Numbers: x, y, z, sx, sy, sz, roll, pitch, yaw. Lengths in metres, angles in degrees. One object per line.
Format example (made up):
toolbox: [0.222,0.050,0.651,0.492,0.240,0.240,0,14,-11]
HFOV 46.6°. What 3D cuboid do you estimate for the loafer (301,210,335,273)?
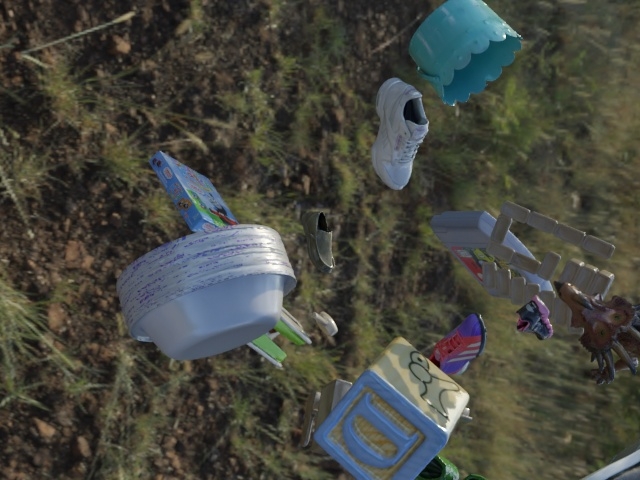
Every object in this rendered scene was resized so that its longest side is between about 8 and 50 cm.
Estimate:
loafer: [0.000,0.000,1.608,0.056,0.050,0.148,3,63,-53]

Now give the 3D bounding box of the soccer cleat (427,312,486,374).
soccer cleat: [0.405,0.320,2.233,0.318,0.117,0.108,106,-21,-55]

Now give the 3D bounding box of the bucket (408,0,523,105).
bucket: [0.389,-0.524,2.038,0.281,0.281,0.183,-12,62,-54]

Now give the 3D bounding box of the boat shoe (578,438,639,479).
boat shoe: [0.319,0.288,0.799,0.303,0.091,0.114,-23,153,-21]

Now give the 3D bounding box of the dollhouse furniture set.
dollhouse furniture set: [0.162,0.509,1.964,0.356,0.303,0.173,20,61,-15]

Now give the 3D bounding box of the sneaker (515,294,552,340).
sneaker: [0.358,0.140,1.263,0.057,0.047,0.119,-33,139,-1]

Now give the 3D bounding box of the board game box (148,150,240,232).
board game box: [-0.241,-0.076,1.489,0.039,0.211,0.160,-45,146,10]

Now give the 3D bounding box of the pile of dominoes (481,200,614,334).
pile of dominoes: [0.456,0.053,1.508,0.040,0.251,0.195,-12,125,-58]

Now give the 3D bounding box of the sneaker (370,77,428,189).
sneaker: [0.213,-0.267,1.968,0.114,0.152,0.305,-19,121,-27]

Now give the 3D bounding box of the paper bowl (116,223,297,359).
paper bowl: [-0.178,0.098,1.221,0.284,0.284,0.148,4,60,-56]

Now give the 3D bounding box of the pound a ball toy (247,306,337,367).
pound a ball toy: [-0.105,0.225,2.105,0.208,0.135,0.319,-38,149,0]

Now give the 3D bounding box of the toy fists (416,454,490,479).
toy fists: [0.340,0.609,1.855,0.096,0.279,0.142,-66,153,-9]

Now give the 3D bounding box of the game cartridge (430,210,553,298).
game cartridge: [0.409,0.042,1.748,0.294,0.196,0.060,44,66,-24]

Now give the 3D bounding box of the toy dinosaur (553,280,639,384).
toy dinosaur: [0.468,0.134,1.004,0.200,0.296,0.127,37,57,-68]

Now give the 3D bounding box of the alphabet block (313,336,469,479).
alphabet block: [0.136,0.328,1.387,0.193,0.192,0.197,-53,168,23]
